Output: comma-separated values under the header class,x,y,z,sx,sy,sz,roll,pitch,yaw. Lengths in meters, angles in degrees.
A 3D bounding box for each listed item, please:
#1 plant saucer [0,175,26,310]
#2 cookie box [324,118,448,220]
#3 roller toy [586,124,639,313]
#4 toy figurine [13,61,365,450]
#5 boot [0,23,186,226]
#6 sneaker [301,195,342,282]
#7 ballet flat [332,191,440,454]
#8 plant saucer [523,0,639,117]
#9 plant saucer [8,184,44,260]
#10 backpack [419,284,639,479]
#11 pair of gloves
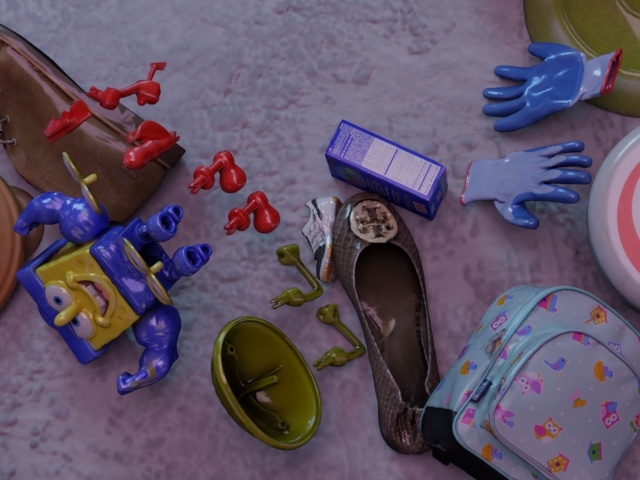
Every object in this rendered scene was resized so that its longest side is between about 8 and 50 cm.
class,x,y,z,sx,sy,sz,roll,pitch,yaw
plant saucer,-0.378,0.005,1.868,0.200,0.037,0.200,-2,77,9
cookie box,0.062,-0.064,1.840,0.107,0.092,0.040,25,82,9
roller toy,0.336,-0.020,1.782,0.191,0.146,0.209,23,89,8
toy figurine,-0.161,0.045,1.819,0.362,0.217,0.191,53,39,-11
boot,-0.283,-0.127,1.878,0.305,0.112,0.115,35,91,9
sneaker,0.000,0.000,1.863,0.037,0.032,0.083,-2,72,20
ballet flat,0.067,0.072,1.812,0.084,0.058,0.250,-6,76,-14
plant saucer,0.315,-0.236,1.897,0.241,0.037,0.241,-1,76,4
plant saucer,-0.306,-0.015,1.890,0.083,0.015,0.083,-1,75,4
backpack,0.202,0.133,1.747,0.166,0.144,0.188,36,69,-15
pair of gloves,0.198,-0.099,1.825,0.159,0.023,0.198,-4,61,49
